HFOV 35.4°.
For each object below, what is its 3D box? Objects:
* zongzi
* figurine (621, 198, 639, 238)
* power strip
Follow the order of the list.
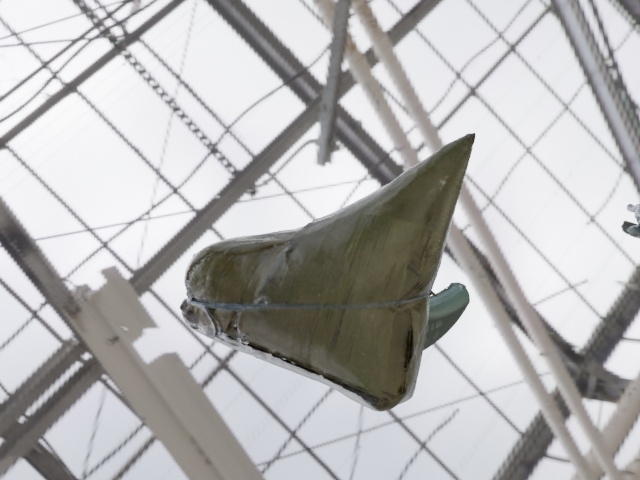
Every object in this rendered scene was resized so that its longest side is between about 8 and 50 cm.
[{"bbox_3d":[0.000,0.000,1.370,0.174,0.356,0.392,-25,-49,-70],"label":"zongzi"},{"bbox_3d":[0.609,-0.049,1.867,0.082,0.094,0.086,2,-69,-28],"label":"figurine"},{"bbox_3d":[0.121,0.106,1.555,0.253,0.054,0.167,22,-75,-48],"label":"power strip"}]
